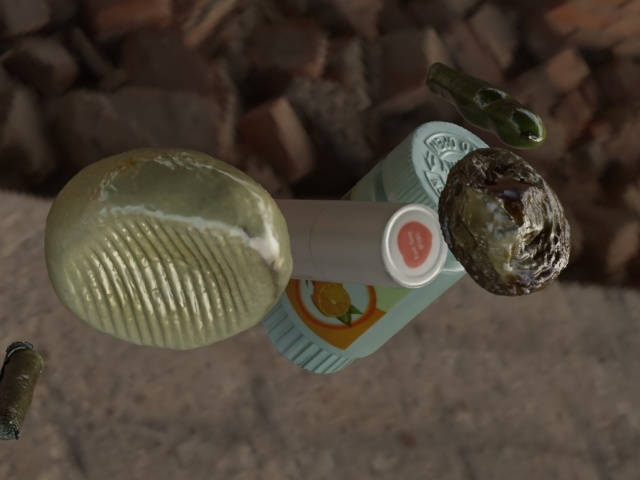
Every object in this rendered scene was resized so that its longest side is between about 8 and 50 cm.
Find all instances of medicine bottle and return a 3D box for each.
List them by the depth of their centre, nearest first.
[{"bbox_3d":[0.069,0.016,2.203,0.158,0.318,0.158,23,45,-25],"label":"medicine bottle"}]

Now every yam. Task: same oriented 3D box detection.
[{"bbox_3d":[-0.216,0.107,1.362,0.033,0.027,0.129,51,10,-14],"label":"yam"}]

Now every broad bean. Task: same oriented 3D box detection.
[{"bbox_3d":[0.205,-0.175,2.453,0.098,0.056,0.318,17,13,-19],"label":"broad bean"}]

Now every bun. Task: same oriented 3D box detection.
[{"bbox_3d":[-0.133,-0.005,1.712,0.222,0.222,0.127,29,37,-32],"label":"bun"}]

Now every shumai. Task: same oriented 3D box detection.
[{"bbox_3d":[0.181,-0.018,1.835,0.123,0.105,0.139,-20,100,-17],"label":"shumai"}]

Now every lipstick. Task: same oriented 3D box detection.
[{"bbox_3d":[0.000,0.000,2.068,0.087,0.327,0.087,-2,93,-35],"label":"lipstick"}]
